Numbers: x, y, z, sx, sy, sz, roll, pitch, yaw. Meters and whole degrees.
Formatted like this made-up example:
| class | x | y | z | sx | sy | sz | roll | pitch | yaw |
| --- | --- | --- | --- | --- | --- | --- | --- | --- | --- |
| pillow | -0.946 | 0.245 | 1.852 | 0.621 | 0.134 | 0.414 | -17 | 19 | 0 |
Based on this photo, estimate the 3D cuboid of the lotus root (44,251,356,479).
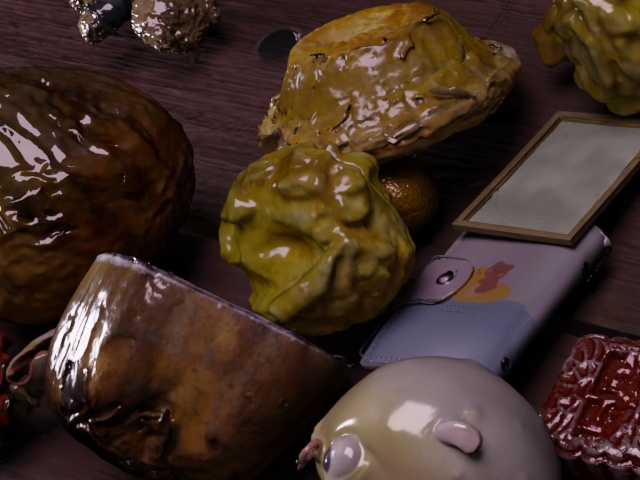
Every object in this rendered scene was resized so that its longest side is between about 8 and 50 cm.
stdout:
| class | x | y | z | sx | sy | sz | roll | pitch | yaw |
| --- | --- | --- | --- | --- | --- | --- | --- | --- | --- |
| lotus root | -0.122 | 0.127 | 1.718 | 0.272 | 0.272 | 0.192 | 22 | 77 | 39 |

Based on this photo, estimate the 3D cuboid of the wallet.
| class | x | y | z | sx | sy | sz | roll | pitch | yaw |
| --- | --- | --- | --- | --- | --- | --- | --- | --- | --- |
| wallet | 0.149 | 0.064 | 1.750 | 0.170 | 0.069 | 0.231 | 6 | 42 | 43 |

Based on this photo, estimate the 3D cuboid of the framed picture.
| class | x | y | z | sx | sy | sz | roll | pitch | yaw |
| --- | --- | --- | --- | --- | --- | --- | --- | --- | --- |
| framed picture | 0.234 | -0.063 | 1.825 | 0.136 | 0.010 | 0.201 | 8 | 40 | 41 |

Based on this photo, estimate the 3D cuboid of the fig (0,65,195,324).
| class | x | y | z | sx | sy | sz | roll | pitch | yaw |
| --- | --- | --- | --- | --- | --- | --- | --- | --- | --- |
| fig | -0.315 | -0.096 | 1.901 | 0.286 | 0.368 | 0.286 | -34 | 25 | 18 |

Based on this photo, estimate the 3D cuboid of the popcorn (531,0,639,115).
| class | x | y | z | sx | sy | sz | roll | pitch | yaw |
| --- | --- | --- | --- | --- | --- | --- | --- | --- | --- |
| popcorn | 0.316 | -0.248 | 1.864 | 0.266 | 0.192 | 0.233 | -21 | 40 | 45 |

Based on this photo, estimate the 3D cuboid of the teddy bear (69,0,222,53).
| class | x | y | z | sx | sy | sz | roll | pitch | yaw |
| --- | --- | --- | --- | --- | --- | --- | --- | --- | --- |
| teddy bear | -0.217 | -0.299 | 2.224 | 0.182 | 0.129 | 0.251 | -41 | 44 | -10 |

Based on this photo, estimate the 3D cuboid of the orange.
| class | x | y | z | sx | sy | sz | roll | pitch | yaw |
| --- | --- | --- | --- | --- | --- | --- | --- | --- | --- |
| orange | 0.074 | -0.044 | 1.877 | 0.085 | 0.085 | 0.095 | -21 | 32 | 8 |

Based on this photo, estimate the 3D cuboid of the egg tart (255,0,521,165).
| class | x | y | z | sx | sy | sz | roll | pitch | yaw |
| --- | --- | --- | --- | --- | --- | --- | --- | --- | --- |
| egg tart | 0.059 | -0.166 | 1.917 | 0.295 | 0.116 | 0.295 | -19 | 20 | 7 |

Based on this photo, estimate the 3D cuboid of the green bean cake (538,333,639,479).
| class | x | y | z | sx | sy | sz | roll | pitch | yaw |
| --- | --- | --- | --- | --- | --- | --- | --- | --- | --- |
| green bean cake | 0.258 | 0.147 | 1.627 | 0.136 | 0.056 | 0.135 | 9 | 56 | 32 |

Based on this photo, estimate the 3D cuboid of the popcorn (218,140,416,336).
| class | x | y | z | sx | sy | sz | roll | pitch | yaw |
| --- | --- | --- | --- | --- | --- | --- | --- | --- | --- |
| popcorn | 0.003 | -0.004 | 1.770 | 0.155 | 0.197 | 0.197 | -16 | 33 | -36 |

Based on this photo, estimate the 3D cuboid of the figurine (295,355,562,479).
| class | x | y | z | sx | sy | sz | roll | pitch | yaw |
| --- | --- | --- | --- | --- | --- | --- | --- | --- | --- |
| figurine | 0.057 | 0.291 | 1.533 | 0.274 | 0.226 | 0.394 | 37 | 77 | 14 |

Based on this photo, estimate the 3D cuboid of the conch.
| class | x | y | z | sx | sy | sz | roll | pitch | yaw |
| --- | --- | --- | --- | --- | --- | --- | --- | --- | --- |
| conch | -0.238 | 0.104 | 1.854 | 0.104 | 0.176 | 0.094 | -14 | 72 | 34 |

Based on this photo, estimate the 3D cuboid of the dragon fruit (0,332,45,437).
| class | x | y | z | sx | sy | sz | roll | pitch | yaw |
| --- | --- | --- | --- | --- | --- | --- | --- | --- | --- |
| dragon fruit | -0.383 | 0.134 | 1.871 | 0.172 | 0.209 | 0.172 | -55 | 10 | 15 |
